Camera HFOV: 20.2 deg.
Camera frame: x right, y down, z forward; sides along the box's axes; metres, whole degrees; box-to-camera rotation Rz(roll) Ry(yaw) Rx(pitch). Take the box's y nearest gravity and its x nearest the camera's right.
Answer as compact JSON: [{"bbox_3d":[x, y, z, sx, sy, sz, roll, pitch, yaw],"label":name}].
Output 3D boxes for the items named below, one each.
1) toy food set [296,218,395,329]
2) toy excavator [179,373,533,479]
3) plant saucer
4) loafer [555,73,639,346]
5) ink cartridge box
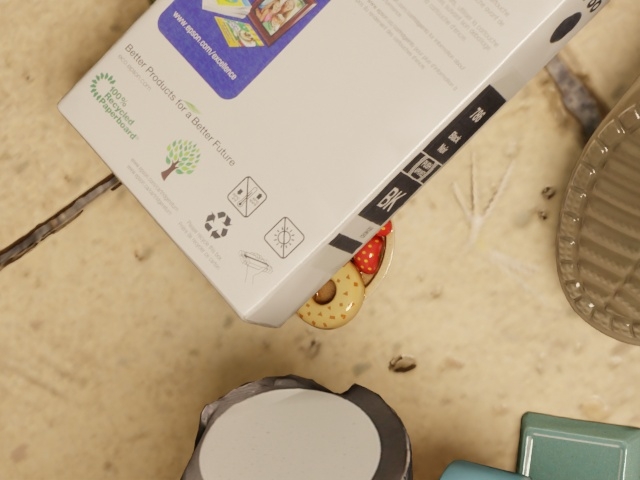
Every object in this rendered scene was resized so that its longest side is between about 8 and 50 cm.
[{"bbox_3d":[0.000,0.000,0.970,0.082,0.020,0.083,38,102,20],"label":"toy food set"},{"bbox_3d":[0.106,0.290,0.702,0.445,0.433,0.222,9,132,17],"label":"toy excavator"},{"bbox_3d":[0.122,0.187,0.913,0.067,0.018,0.192,7,89,22],"label":"plant saucer"},{"bbox_3d":[0.202,-0.068,0.857,0.102,0.092,0.268,34,116,22],"label":"loafer"},{"bbox_3d":[0.033,-0.126,0.929,0.333,0.065,0.165,-44,72,9],"label":"ink cartridge box"}]
